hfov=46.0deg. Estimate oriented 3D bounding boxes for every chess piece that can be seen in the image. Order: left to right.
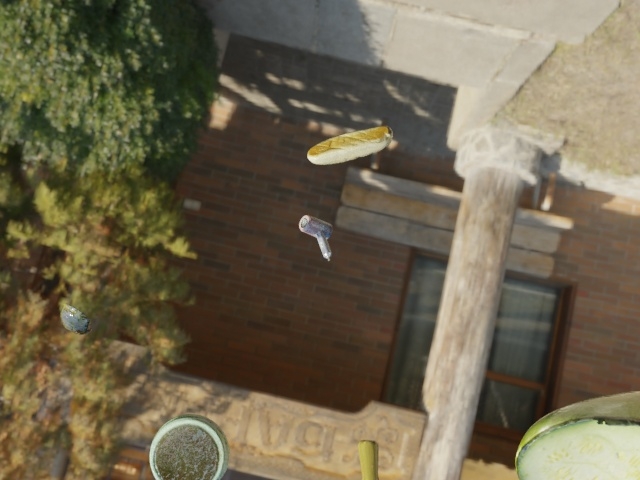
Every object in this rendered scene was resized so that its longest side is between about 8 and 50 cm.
[{"bbox_3d":[-0.321,0.541,1.956,0.194,0.194,0.299,13,172,2],"label":"chess piece"}]

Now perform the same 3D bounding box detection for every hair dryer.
[{"bbox_3d":[0.000,0.000,1.526,0.063,0.114,0.037,21,123,-36],"label":"hair dryer"}]

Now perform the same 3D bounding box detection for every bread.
[{"bbox_3d":[0.074,-0.226,1.828,0.214,0.073,0.053,-14,141,15],"label":"bread"}]

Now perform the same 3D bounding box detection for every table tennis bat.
[{"bbox_3d":[0.123,0.642,1.822,0.198,0.321,0.050,5,148,-10],"label":"table tennis bat"}]

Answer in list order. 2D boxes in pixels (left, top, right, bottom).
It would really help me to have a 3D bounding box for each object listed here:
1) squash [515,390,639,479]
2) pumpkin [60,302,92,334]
[{"bbox_3d":[0.498,0.386,1.347,0.309,0.233,0.210,-1,-138,-46],"label":"squash"},{"bbox_3d":[-0.380,0.128,1.166,0.050,0.028,0.083,29,156,9],"label":"pumpkin"}]
